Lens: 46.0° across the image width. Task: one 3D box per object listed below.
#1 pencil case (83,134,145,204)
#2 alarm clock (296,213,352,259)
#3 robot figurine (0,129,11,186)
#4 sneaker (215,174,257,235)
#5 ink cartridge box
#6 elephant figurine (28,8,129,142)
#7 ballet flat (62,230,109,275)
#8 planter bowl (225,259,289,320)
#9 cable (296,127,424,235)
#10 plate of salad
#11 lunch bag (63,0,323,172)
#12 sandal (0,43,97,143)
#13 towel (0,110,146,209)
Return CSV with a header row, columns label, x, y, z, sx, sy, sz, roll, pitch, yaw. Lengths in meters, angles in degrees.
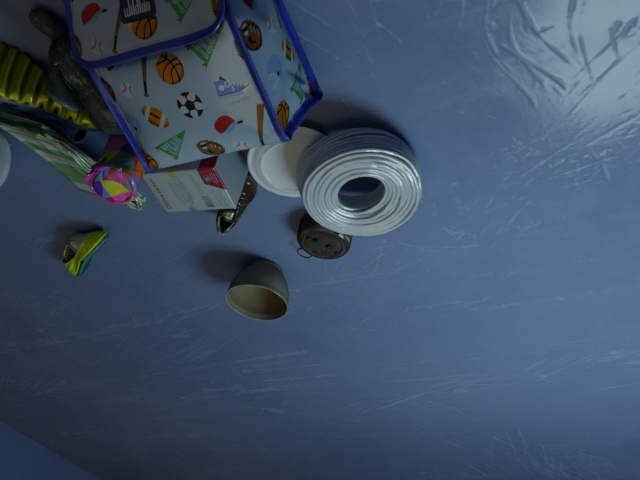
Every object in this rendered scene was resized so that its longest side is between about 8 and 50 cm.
label,x,y,z,sx,sy,sz,roll,pitch,yaw
pencil case,-0.392,-0.181,1.531,0.105,0.236,0.104,5,134,5
alarm clock,0.000,0.000,1.797,0.129,0.064,0.192,27,144,-18
robot figurine,-0.809,-0.191,1.600,0.200,0.299,0.353,29,-176,24
sneaker,-0.195,-0.079,1.739,0.066,0.071,0.188,20,143,-9
ink cartridge box,-0.267,-0.150,1.622,0.176,0.127,0.128,-3,141,19
elephant figurine,-0.444,-0.310,1.420,0.186,0.169,0.239,4,153,43
ballet flat,-0.634,0.024,2.004,0.077,0.077,0.231,41,139,-8
planter bowl,-0.153,0.119,1.950,0.162,0.109,0.162,8,142,6
cable,0.081,-0.114,1.559,0.257,0.089,0.257,-13,137,8
plate of salad,-0.054,-0.170,1.596,0.200,0.048,0.199,1,137,1
lunch bag,-0.230,-0.339,1.297,0.328,0.239,0.385,-8,122,25
sandal,-0.586,-0.287,1.550,0.317,0.126,0.138,26,145,-15
towel,-0.558,-0.174,1.642,0.248,0.038,0.325,18,165,35
